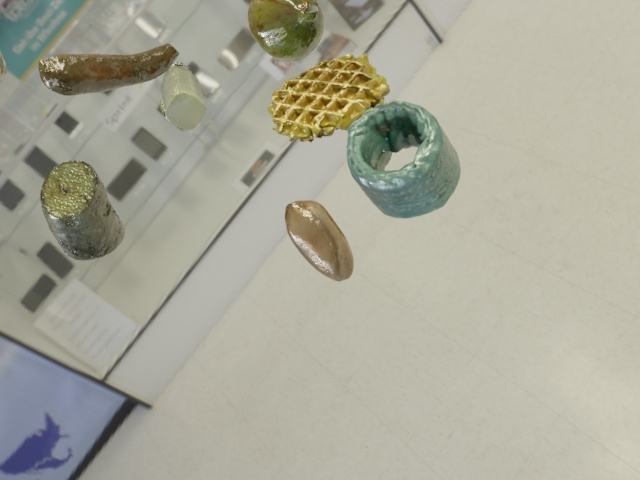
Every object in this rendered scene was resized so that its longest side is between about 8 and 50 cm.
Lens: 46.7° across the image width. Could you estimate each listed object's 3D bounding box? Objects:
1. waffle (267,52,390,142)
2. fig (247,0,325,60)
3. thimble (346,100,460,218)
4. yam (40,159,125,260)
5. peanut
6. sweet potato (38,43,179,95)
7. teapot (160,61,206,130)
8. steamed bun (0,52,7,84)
[{"bbox_3d":[0.018,-0.446,2.315,0.382,0.095,0.380,-22,41,3],"label":"waffle"},{"bbox_3d":[-0.043,-0.407,1.344,0.149,0.149,0.245,-56,21,-7],"label":"fig"},{"bbox_3d":[0.153,-0.162,1.455,0.198,0.143,0.235,-49,49,-3],"label":"thimble"},{"bbox_3d":[-0.533,-0.053,1.658,0.154,0.254,0.154,1,63,-2],"label":"yam"},{"bbox_3d":[0.000,0.000,1.164,0.076,0.152,0.076,-38,7,6],"label":"peanut"},{"bbox_3d":[-0.367,-0.303,1.318,0.075,0.273,0.075,21,120,42],"label":"sweet potato"},{"bbox_3d":[-0.303,-0.300,1.584,0.107,0.077,0.200,-53,30,20],"label":"teapot"},{"bbox_3d":[-0.411,-0.196,0.742,0.183,0.183,0.106,26,79,50],"label":"steamed bun"}]
